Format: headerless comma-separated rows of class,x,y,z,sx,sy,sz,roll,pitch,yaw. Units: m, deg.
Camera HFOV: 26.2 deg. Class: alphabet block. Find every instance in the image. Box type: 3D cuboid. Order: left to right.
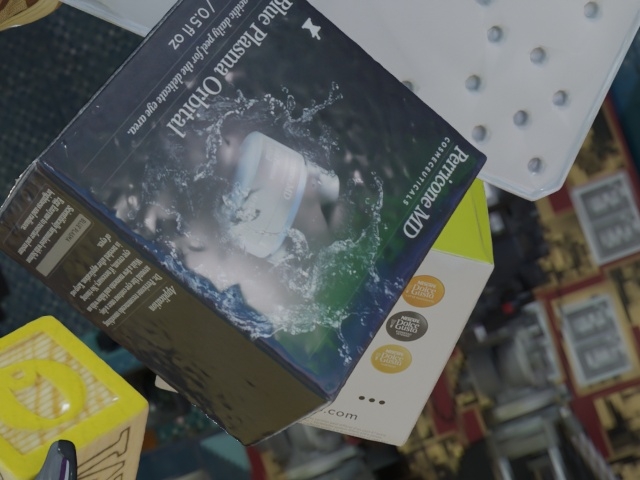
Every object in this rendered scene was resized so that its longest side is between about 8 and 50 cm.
alphabet block,-0.338,0.242,1.602,0.193,0.192,0.197,-31,-31,-41

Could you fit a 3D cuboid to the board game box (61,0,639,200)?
board game box,0.041,-0.266,0.745,0.390,0.390,0.050,21,9,-20

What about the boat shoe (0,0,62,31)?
boat shoe,-0.466,-0.274,1.676,0.342,0.123,0.123,-18,-4,29

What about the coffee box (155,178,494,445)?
coffee box,0.000,0.000,1.769,0.337,0.338,0.334,14,-51,-10

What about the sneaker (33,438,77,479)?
sneaker,-0.314,0.312,1.424,0.098,0.224,0.083,12,-7,-11

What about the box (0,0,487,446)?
box,-0.035,-0.021,0.623,0.156,0.158,0.093,-55,10,-32
